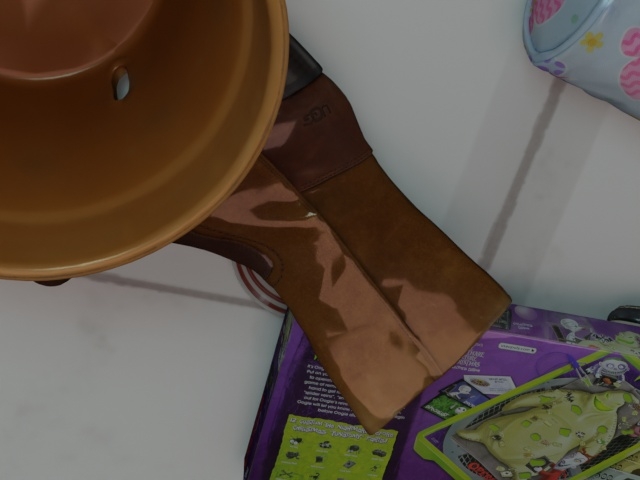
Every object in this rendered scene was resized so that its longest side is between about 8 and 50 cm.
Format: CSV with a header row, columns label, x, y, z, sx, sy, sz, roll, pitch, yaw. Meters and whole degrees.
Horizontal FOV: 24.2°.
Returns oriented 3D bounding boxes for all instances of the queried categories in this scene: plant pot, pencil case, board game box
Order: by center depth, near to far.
label,x,y,z,sx,sy,sz,roll,pitch,yaw
plant pot,-0.176,-0.149,0.923,0.291,0.203,0.291,-5,120,-8
pencil case,0.279,-0.130,1.082,0.273,0.113,0.124,23,102,-23
board game box,0.127,0.143,1.208,0.347,0.056,0.208,11,127,-9

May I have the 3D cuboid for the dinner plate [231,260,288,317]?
label,x,y,z,sx,sy,sz,roll,pitch,yaw
dinner plate,0.000,0.000,1.153,0.141,0.017,0.141,-5,119,-10

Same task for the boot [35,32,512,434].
label,x,y,z,sx,sy,sz,roll,pitch,yaw
boot,-0.042,0.026,1.084,0.264,0.096,0.280,-39,103,-3

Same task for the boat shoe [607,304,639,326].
label,x,y,z,sx,sy,sz,roll,pitch,yaw
boat shoe,0.333,0.073,1.252,0.206,0.075,0.065,11,73,-11
